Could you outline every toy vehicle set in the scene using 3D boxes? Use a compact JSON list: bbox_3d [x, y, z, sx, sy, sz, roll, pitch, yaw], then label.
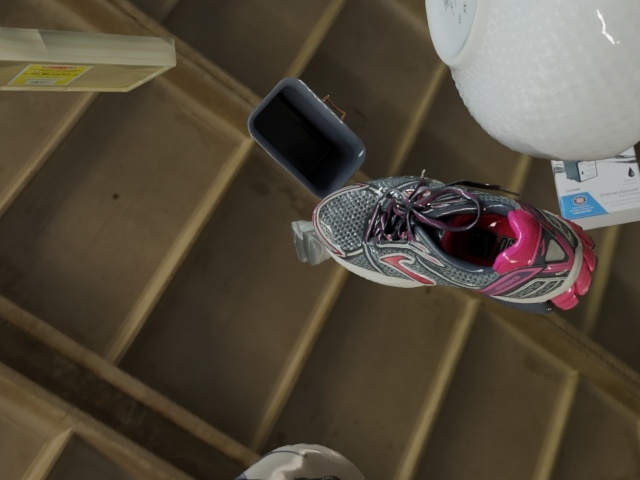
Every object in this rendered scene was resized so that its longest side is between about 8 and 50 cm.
[{"bbox_3d":[-0.333,-0.217,0.963,0.267,0.166,0.035,-7,-89,-36],"label":"toy vehicle set"}]

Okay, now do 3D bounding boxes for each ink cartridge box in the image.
[{"bbox_3d":[0.487,-0.123,1.394,0.082,0.140,0.190,42,-140,-64],"label":"ink cartridge box"}]

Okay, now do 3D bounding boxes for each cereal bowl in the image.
[{"bbox_3d":[0.181,-0.235,0.687,0.141,0.339,0.338,-5,-123,-9],"label":"cereal bowl"}]

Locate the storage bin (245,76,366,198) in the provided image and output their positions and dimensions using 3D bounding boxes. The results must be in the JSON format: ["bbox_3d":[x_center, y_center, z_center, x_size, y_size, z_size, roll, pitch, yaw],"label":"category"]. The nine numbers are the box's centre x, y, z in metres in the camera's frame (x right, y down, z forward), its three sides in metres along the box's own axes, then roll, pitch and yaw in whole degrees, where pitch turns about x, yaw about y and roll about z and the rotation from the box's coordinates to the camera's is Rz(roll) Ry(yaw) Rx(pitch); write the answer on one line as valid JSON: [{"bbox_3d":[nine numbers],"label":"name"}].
[{"bbox_3d":[-0.023,-0.126,0.923,0.135,0.098,0.091,42,176,-20],"label":"storage bin"}]

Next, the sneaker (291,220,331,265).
[{"bbox_3d":[0.000,0.000,1.022,0.061,0.152,0.053,-17,-78,-12],"label":"sneaker"}]

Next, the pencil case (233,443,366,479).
[{"bbox_3d":[-0.062,0.340,0.802,0.183,0.160,0.410,48,-164,9],"label":"pencil case"}]

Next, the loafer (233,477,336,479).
[{"bbox_3d":[-0.022,0.249,0.710,0.170,0.061,0.062,16,-124,-17],"label":"loafer"}]

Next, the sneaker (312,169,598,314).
[{"bbox_3d":[0.104,-0.015,0.747,0.112,0.299,0.120,22,-100,-45],"label":"sneaker"}]
